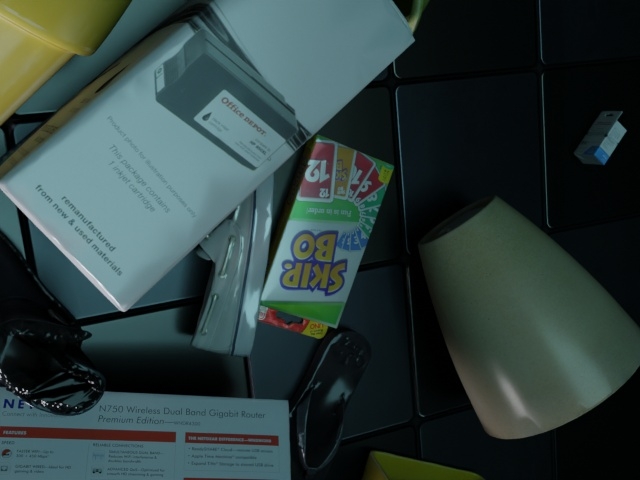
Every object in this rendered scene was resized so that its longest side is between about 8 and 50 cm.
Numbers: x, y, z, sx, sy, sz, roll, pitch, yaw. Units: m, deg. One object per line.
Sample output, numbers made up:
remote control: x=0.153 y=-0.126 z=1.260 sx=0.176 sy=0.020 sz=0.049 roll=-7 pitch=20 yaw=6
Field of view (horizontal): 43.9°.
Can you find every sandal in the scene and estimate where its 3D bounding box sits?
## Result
sandal: x=-0.003 y=0.244 z=1.091 sx=0.097 sy=0.054 sz=0.255 roll=20 pitch=90 yaw=-25

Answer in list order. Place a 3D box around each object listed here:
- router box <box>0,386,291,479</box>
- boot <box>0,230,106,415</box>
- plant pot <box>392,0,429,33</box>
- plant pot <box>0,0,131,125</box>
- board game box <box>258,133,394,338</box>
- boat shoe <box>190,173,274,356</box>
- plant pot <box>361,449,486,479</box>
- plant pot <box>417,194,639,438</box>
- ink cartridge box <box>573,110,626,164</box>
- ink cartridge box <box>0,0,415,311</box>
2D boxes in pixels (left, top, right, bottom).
router box: x=-0.198 y=0.319 z=0.852 sx=0.335 sy=0.082 sz=0.301 roll=6 pitch=58 yaw=-14
boot: x=-0.333 y=0.068 z=0.835 sx=0.094 sy=0.207 sz=0.246 roll=-45 pitch=112 yaw=-12
plant pot: x=0.091 y=-0.396 z=0.937 sx=0.254 sy=0.276 sz=0.276 roll=-40 pitch=112 yaw=-25
plant pot: x=-0.354 y=-0.224 z=0.775 sx=0.254 sy=0.254 sz=0.239 roll=34 pitch=100 yaw=-24
board game box: x=0.000 y=0.000 z=1.067 sx=0.124 sy=0.039 sz=0.259 roll=19 pitch=93 yaw=-24
boat shoe: x=-0.112 y=0.011 z=0.990 sx=0.088 sy=0.096 sz=0.268 roll=7 pitch=100 yaw=-10
plant pot: x=0.156 y=0.452 z=1.122 sx=0.212 sy=0.212 sz=0.187 roll=18 pitch=104 yaw=-25
plant pot: x=0.263 y=0.083 z=1.098 sx=0.256 sy=0.256 sz=0.274 roll=-34 pitch=94 yaw=-15
ink cartridge box: x=0.434 y=-0.158 z=1.221 sx=0.028 sy=0.048 sz=0.083 roll=38 pitch=83 yaw=-24
ink cartridge box: x=-0.137 y=-0.142 z=0.844 sx=0.395 sy=0.285 sz=0.166 roll=-44 pitch=112 yaw=-12
